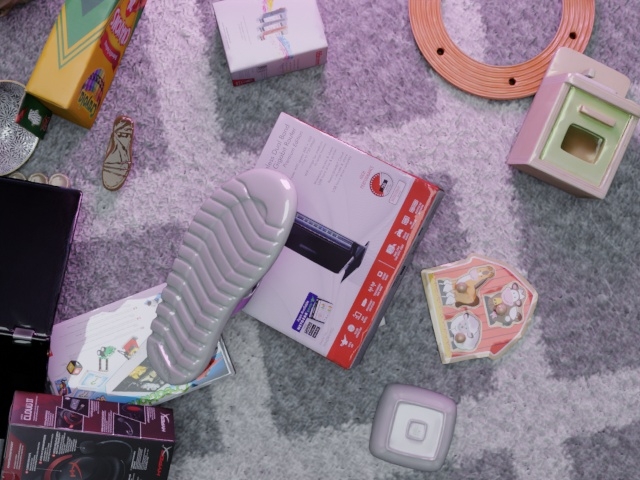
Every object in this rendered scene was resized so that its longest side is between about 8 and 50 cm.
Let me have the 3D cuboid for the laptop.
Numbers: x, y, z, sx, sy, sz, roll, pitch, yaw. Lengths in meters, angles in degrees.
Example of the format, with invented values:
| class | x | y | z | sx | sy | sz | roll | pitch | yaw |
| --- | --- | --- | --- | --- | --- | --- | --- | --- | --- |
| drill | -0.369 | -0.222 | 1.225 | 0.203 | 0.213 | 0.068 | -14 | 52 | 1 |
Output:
| class | x | y | z | sx | sy | sz | roll | pitch | yaw |
| --- | --- | --- | --- | --- | --- | --- | --- | --- | --- |
| laptop | -0.625 | 0.113 | 1.826 | 0.382 | 0.236 | 0.408 | 10 | 121 | -6 |

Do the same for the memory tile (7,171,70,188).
| class | x | y | z | sx | sy | sz | roll | pitch | yaw |
| --- | --- | --- | --- | --- | --- | --- | --- | --- | --- |
| memory tile | -0.498 | -0.047 | 1.922 | 0.113 | 0.012 | 0.148 | 0 | 85 | -1 |

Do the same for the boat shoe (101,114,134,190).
| class | x | y | z | sx | sy | sz | roll | pitch | yaw |
| --- | --- | --- | --- | --- | --- | --- | --- | --- | --- |
| boat shoe | -0.353 | -0.150 | 1.916 | 0.050 | 0.045 | 0.135 | 14 | 82 | -8 |

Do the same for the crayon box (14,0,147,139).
| class | x | y | z | sx | sy | sz | roll | pitch | yaw |
| --- | --- | --- | --- | --- | --- | --- | --- | --- | --- |
| crayon box | -0.400 | -0.315 | 1.850 | 0.081 | 0.202 | 0.318 | 23 | 87 | 0 |

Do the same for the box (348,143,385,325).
| class | x | y | z | sx | sy | sz | roll | pitch | yaw |
| --- | --- | --- | --- | --- | --- | --- | --- | --- | --- |
| box | 0.055 | -0.004 | 1.905 | 0.063 | 0.067 | 0.324 | -10 | 85 | -1 |

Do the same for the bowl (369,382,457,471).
| class | x | y | z | sx | sy | sz | roll | pitch | yaw |
| --- | --- | --- | --- | --- | --- | --- | --- | --- | --- |
| bowl | 0.164 | 0.326 | 1.893 | 0.142 | 0.053 | 0.142 | 15 | 84 | -1 |

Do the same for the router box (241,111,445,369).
| class | x | y | z | sx | sy | sz | roll | pitch | yaw |
| --- | --- | --- | --- | --- | --- | --- | --- | --- | --- |
| router box | 0.000 | 0.000 | 1.837 | 0.301 | 0.082 | 0.335 | 27 | 96 | 14 |

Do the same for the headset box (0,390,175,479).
| class | x | y | z | sx | sy | sz | roll | pitch | yaw |
| --- | --- | --- | --- | --- | --- | --- | --- | --- | --- |
| headset box | -0.401 | 0.374 | 1.780 | 0.293 | 0.110 | 0.218 | 8 | 111 | -14 |

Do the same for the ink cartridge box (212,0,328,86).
| class | x | y | z | sx | sy | sz | roll | pitch | yaw |
| --- | --- | --- | --- | --- | --- | --- | --- | --- | --- |
| ink cartridge box | -0.085 | -0.358 | 1.895 | 0.176 | 0.128 | 0.127 | -14 | 86 | -3 |

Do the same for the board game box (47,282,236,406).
| class | x | y | z | sx | sy | sz | roll | pitch | yaw |
| --- | --- | --- | --- | --- | --- | --- | --- | --- | --- |
| board game box | -0.322 | 0.196 | 1.889 | 0.305 | 0.053 | 0.193 | -20 | 86 | -2 |

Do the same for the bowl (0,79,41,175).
| class | x | y | z | sx | sy | sz | roll | pitch | yaw |
| --- | --- | --- | --- | --- | --- | --- | --- | --- | --- |
| bowl | -0.573 | -0.202 | 1.877 | 0.080 | 0.170 | 0.170 | 22 | 85 | 33 |

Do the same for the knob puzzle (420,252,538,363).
| class | x | y | z | sx | sy | sz | roll | pitch | yaw |
| --- | --- | --- | --- | --- | --- | --- | --- | --- | --- |
| knob puzzle | 0.290 | 0.115 | 1.921 | 0.213 | 0.030 | 0.213 | 0 | 86 | -1 |

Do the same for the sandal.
| class | x | y | z | sx | sy | sz | roll | pitch | yaw |
| --- | --- | --- | --- | --- | --- | --- | --- | --- | --- |
| sandal | -0.158 | 0.054 | 1.791 | 0.169 | 0.102 | 0.416 | 45 | 113 | 26 |

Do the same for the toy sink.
| class | x | y | z | sx | sy | sz | roll | pitch | yaw |
| --- | --- | --- | --- | --- | --- | --- | --- | --- | --- |
| toy sink | 0.449 | -0.207 | 1.877 | 0.153 | 0.131 | 0.234 | 25 | 90 | -9 |

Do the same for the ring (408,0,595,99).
| class | x | y | z | sx | sy | sz | roll | pitch | yaw |
| --- | --- | --- | --- | --- | --- | --- | --- | --- | --- |
| ring | 0.324 | -0.417 | 1.958 | 0.336 | 0.032 | 0.336 | 0 | 85 | -1 |

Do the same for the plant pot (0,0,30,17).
| class | x | y | z | sx | sy | sz | roll | pitch | yaw |
| --- | --- | --- | --- | --- | --- | --- | --- | --- | --- |
| plant pot | -0.564 | -0.557 | 1.826 | 0.334 | 0.334 | 0.305 | -38 | 99 | -3 |
